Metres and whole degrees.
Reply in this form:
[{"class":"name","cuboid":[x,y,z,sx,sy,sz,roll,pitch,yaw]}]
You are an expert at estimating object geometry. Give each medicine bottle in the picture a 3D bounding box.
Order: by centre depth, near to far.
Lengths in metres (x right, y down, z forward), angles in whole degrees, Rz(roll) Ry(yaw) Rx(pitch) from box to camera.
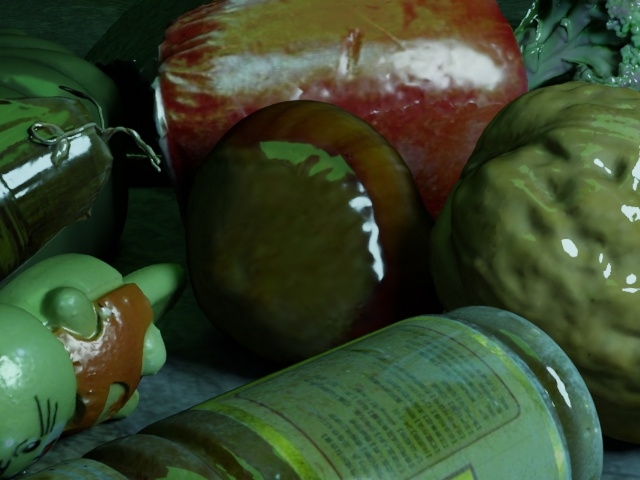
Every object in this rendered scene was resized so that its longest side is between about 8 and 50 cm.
[{"class":"medicine bottle","cuboid":[-0.008,0.141,0.654,0.322,0.151,0.151,-19,29,-41]}]

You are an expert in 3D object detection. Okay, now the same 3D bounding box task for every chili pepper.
[{"class":"chili pepper","cuboid":[0.005,-0.112,1.167,0.305,0.251,0.229,-6,55,-7]}]

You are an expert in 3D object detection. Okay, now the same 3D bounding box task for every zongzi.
[{"class":"zongzi","cuboid":[-0.262,-0.003,0.909,0.248,0.111,0.241,-36,7,-30]}]

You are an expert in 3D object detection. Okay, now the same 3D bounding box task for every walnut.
[{"class":"walnut","cuboid":[0.203,0.018,0.895,0.257,0.257,0.224,12,49,25]}]

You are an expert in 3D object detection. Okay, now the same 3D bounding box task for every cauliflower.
[{"class":"cauliflower","cuboid":[0.309,-0.252,1.663,0.315,0.239,0.256,-28,1,17]}]

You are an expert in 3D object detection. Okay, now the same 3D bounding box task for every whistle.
[{"class":"whistle","cuboid":[-0.173,0.076,0.858,0.106,0.131,0.288,41,31,12]}]

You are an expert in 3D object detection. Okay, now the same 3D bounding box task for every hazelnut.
[{"class":"hazelnut","cuboid":[-0.006,0.006,0.985,0.186,0.210,0.210,-35,28,-4]}]

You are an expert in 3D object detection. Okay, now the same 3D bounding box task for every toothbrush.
[{"class":"toothbrush","cuboid":[-0.239,-0.076,1.333,0.364,0.041,0.041,-1,22,-7]}]

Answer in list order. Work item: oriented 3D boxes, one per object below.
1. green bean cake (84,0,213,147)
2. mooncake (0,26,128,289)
[{"class":"green bean cake","cuboid":[-0.131,-0.198,1.396,0.227,0.125,0.222,-7,36,49]},{"class":"mooncake","cuboid":[-0.328,-0.068,1.119,0.351,0.187,0.351,1,19,0]}]
